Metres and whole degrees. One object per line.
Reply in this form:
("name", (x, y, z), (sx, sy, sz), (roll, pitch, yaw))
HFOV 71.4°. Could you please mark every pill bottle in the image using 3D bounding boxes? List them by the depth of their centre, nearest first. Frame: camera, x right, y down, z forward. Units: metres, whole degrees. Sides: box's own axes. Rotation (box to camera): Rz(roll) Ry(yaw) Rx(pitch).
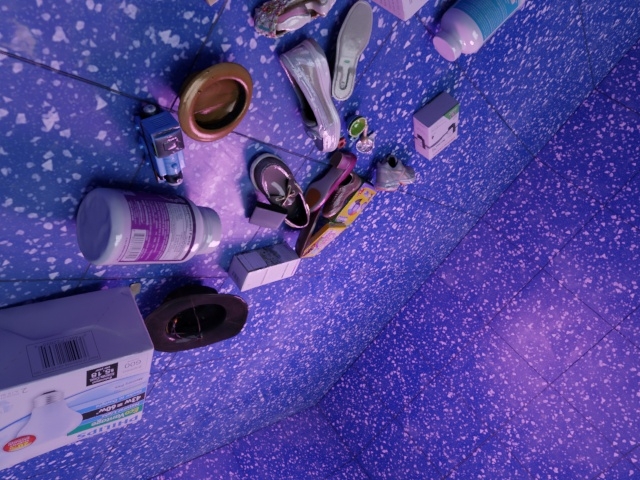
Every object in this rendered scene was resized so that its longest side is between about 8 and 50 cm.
("pill bottle", (-0.388, -0.028, 1.052), (0.301, 0.169, 0.169), (1, 130, -54))
("pill bottle", (0.455, -0.654, 1.298), (0.264, 0.146, 0.146), (-45, 153, 4))

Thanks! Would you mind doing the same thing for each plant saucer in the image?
("plant saucer", (-0.047, -0.033, 1.559), (0.198, 0.036, 0.199), (-157, -90, -90))

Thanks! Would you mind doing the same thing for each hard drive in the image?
("hard drive", (-0.159, -0.073, 1.342), (0.094, 0.022, 0.135), (14, 157, -14))

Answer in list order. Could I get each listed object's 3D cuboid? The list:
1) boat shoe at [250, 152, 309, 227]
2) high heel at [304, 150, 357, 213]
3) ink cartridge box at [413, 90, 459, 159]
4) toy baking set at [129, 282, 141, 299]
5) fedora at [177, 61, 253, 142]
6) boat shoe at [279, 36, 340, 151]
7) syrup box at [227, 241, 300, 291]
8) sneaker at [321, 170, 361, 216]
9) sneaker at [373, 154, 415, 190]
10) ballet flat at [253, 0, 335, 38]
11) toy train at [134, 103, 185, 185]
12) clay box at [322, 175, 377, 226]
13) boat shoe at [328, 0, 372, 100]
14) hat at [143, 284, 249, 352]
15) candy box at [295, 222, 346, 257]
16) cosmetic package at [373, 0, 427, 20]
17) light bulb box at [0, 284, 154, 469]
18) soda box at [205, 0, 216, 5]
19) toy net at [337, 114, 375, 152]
("boat shoe", (-0.110, -0.140, 1.337), (0.116, 0.097, 0.324), (-39, 153, -6))
("high heel", (0.034, -0.190, 1.491), (0.117, 0.082, 0.244), (-3, 126, -56))
("ink cartridge box", (0.431, -0.423, 1.663), (0.153, 0.087, 0.208), (-40, 154, -4))
("toy baking set", (-0.607, 0.228, 1.276), (0.256, 0.030, 0.197), (-33, 151, -18))
("fedora", (-0.234, -0.304, 0.947), (0.194, 0.079, 0.194), (-41, 157, -21))
("boat shoe", (-0.025, -0.350, 1.141), (0.103, 0.118, 0.321), (-30, 147, -11))
("syrup box", (-0.193, 0.088, 1.557), (0.236, 0.093, 0.096), (-14, 141, -44))
("sneaker", (0.060, -0.170, 1.578), (0.188, 0.066, 0.071), (-49, 136, 0))
("sneaker", (0.292, -0.270, 1.695), (0.262, 0.099, 0.121), (-30, 123, -52))
("ballet flat", (-0.032, -0.496, 0.954), (0.240, 0.077, 0.091), (-37, 152, -13))
("toy train", (-0.335, -0.195, 0.948), (0.080, 0.105, 0.184), (-28, 149, -26))
("clay box", (0.112, -0.133, 1.691), (0.222, 0.053, 0.127), (-52, 151, 16))
("boat shoe", (0.063, -0.478, 1.121), (0.083, 0.079, 0.233), (6, 116, -25))
("hat", (-0.403, 0.223, 1.430), (0.330, 0.134, 0.332), (-15, 139, -13))
("candy box", (0.000, 0.000, 1.706), (0.105, 0.027, 0.206), (-7, 151, -50))
("cosmetic package", (0.159, -0.603, 0.935), (0.151, 0.184, 0.151), (-43, 153, 0))
("light bulb box", (-0.651, 0.341, 1.138), (0.357, 0.225, 0.361), (-10, 138, -36))
("soda box", (-0.153, -0.507, 0.796), (0.181, 0.058, 0.061), (-40, 153, -6))
("toy net", (0.123, -0.323, 1.441), (0.122, 0.045, 0.232), (-49, 152, 11))
